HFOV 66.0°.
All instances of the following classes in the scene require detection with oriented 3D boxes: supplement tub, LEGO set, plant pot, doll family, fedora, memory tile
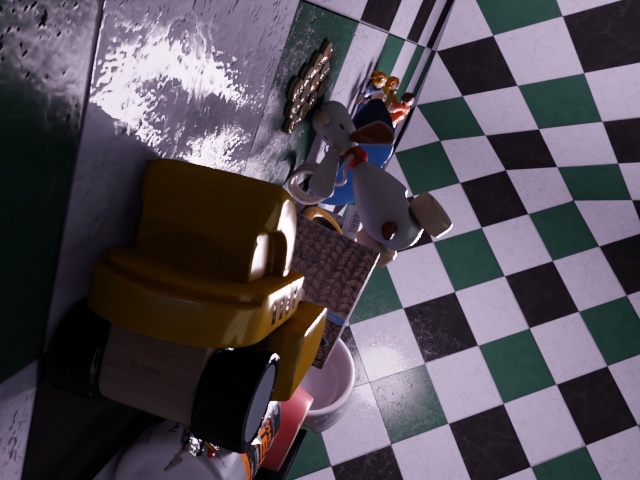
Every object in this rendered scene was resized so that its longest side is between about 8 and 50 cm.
[{"bbox_3d":[-0.198,0.362,0.916,0.207,0.207,0.338,-66,173,18],"label":"supplement tub"},{"bbox_3d":[-0.193,0.246,0.768,0.060,0.182,0.244,-30,156,9],"label":"LEGO set"},{"bbox_3d":[-0.168,0.432,1.244,0.274,0.243,0.275,-61,173,-13],"label":"plant pot"},{"bbox_3d":[0.145,-0.365,1.307,0.263,0.118,0.163,-22,147,-53],"label":"doll family"},{"bbox_3d":[-0.009,0.004,1.327,0.079,0.194,0.194,-23,-161,34],"label":"fedora"},{"bbox_3d":[-0.019,-0.250,0.812,0.148,0.012,0.113,-60,172,-32],"label":"memory tile"}]

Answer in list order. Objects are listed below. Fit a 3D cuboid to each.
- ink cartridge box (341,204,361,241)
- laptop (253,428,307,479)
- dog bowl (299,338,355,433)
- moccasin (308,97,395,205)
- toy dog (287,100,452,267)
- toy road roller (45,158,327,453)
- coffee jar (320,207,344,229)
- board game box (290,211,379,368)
[{"bbox_3d":[0.090,-0.001,1.505,0.232,0.066,0.188,25,82,-79],"label":"ink cartridge box"},{"bbox_3d":[-0.270,0.682,1.306,0.407,0.236,0.382,-60,173,9],"label":"laptop"},{"bbox_3d":[-0.055,0.397,1.488,0.348,0.349,0.102,-57,173,-43],"label":"dog bowl"},{"bbox_3d":[0.079,-0.186,1.110,0.342,0.138,0.116,141,-43,-58],"label":"moccasin"},{"bbox_3d":[0.074,-0.099,0.872,0.220,0.334,0.161,-57,165,15],"label":"toy dog"},{"bbox_3d":[-0.103,0.046,0.541,0.329,0.203,0.240,-18,123,-78],"label":"toy road roller"},{"bbox_3d":[0.000,0.000,1.504,0.079,0.096,0.184,-64,176,-58],"label":"coffee jar"},{"bbox_3d":[-0.049,0.092,0.930,0.141,0.232,0.291,-59,171,-30],"label":"board game box"}]
